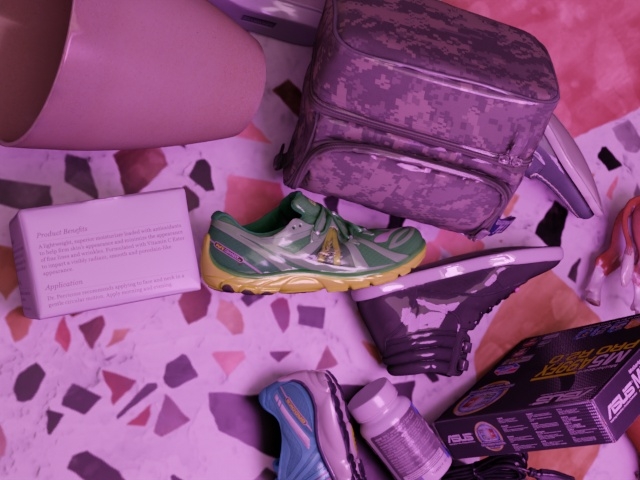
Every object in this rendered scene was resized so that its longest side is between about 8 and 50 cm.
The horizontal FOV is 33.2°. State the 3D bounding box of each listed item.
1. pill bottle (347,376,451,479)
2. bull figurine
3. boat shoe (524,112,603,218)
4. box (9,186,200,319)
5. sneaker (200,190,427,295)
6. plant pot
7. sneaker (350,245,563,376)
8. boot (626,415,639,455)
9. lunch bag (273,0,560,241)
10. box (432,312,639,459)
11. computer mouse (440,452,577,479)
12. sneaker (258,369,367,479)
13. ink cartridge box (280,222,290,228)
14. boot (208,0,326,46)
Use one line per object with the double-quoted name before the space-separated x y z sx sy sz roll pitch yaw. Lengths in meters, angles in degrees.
"pill bottle" 0.099 0.248 1.373 0.078 0.078 0.137 -39 99 -18
"bull figurine" 0.524 0.068 1.528 0.310 0.101 0.188 33 77 -14
"boat shoe" 0.275 -0.144 1.480 0.099 0.116 0.319 -34 108 24
"box" -0.249 0.016 1.216 0.181 0.182 0.119 -10 90 -20
"sneaker" 0.000 0.000 1.312 0.295 0.109 0.123 -3 95 -23
"plant pot" -0.210 -0.206 1.237 0.274 0.256 0.256 11 81 -35
"sneaker" 0.194 0.095 1.413 0.295 0.104 0.147 -14 92 -14
"boot" 0.458 0.389 1.487 0.220 0.109 0.283 -39 98 -9
"lunch bag" 0.117 -0.144 1.325 0.305 0.256 0.212 14 38 -10
"box" 0.300 0.178 1.323 0.216 0.270 0.060 -34 97 -36
"computer mouse" 0.301 0.328 1.390 0.262 0.184 0.060 29 59 -14
"sneaker" -0.003 0.294 1.337 0.110 0.107 0.275 -13 95 10
"ink cartridge box" -0.032 -0.003 1.375 0.083 0.028 0.048 -37 100 -19
"boot" -0.095 -0.340 1.361 0.258 0.095 0.123 13 75 -26
